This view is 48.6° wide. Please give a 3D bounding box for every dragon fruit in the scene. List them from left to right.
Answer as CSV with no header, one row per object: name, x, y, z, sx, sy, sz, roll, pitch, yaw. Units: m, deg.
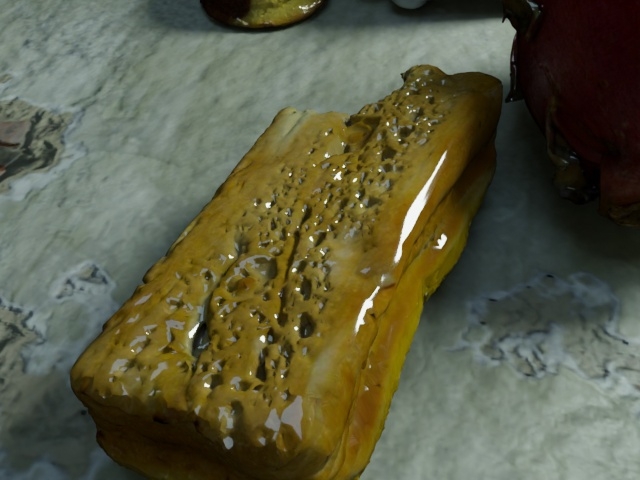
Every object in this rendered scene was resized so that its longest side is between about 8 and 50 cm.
dragon fruit,0.261,-0.160,0.543,0.250,0.250,0.315,30,73,29

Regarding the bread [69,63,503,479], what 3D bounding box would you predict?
bread,0.000,0.000,0.496,0.185,0.109,0.380,11,47,26

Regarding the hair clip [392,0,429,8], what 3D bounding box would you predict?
hair clip,0.114,-0.362,0.850,0.146,0.075,0.257,2,41,5

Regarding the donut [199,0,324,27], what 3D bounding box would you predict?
donut,-0.065,-0.322,0.826,0.166,0.073,0.184,11,47,18
